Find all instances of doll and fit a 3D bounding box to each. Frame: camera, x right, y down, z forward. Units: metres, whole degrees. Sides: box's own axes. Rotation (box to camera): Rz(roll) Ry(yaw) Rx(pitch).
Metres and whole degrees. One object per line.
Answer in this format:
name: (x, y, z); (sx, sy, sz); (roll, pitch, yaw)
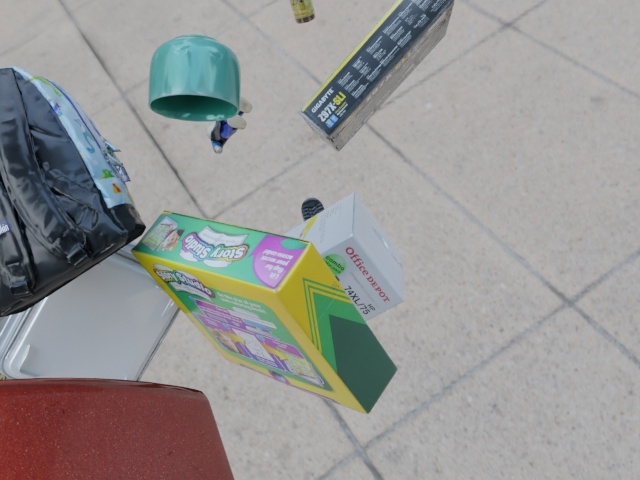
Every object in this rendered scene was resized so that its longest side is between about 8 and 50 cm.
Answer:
doll: (-0.191, -0.241, 1.587); (0.189, 0.046, 0.129); (-17, 53, 65)

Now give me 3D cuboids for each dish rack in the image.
dish rack: (-0.415, 0.158, 1.432); (0.332, 0.286, 0.072); (-59, 31, 8)

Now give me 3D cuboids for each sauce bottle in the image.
sauce bottle: (-0.044, -0.470, 1.433); (0.042, 0.128, 0.042); (-15, 27, 8)

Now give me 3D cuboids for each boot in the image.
boot: (0.000, 0.000, 1.908); (0.077, 0.137, 0.197); (-9, 83, -4)

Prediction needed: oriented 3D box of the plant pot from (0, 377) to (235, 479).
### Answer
plant pot: (-0.206, 0.252, 0.623); (0.267, 0.236, 0.267); (-30, 75, 38)

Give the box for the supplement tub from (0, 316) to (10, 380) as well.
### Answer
supplement tub: (-0.721, 0.232, 1.506); (0.228, 0.316, 0.228); (12, 22, -5)

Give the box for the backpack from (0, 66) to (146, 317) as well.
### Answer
backpack: (-0.467, -0.105, 1.261); (0.290, 0.355, 0.273); (-32, 6, 15)

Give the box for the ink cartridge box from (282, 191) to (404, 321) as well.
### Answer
ink cartridge box: (0.017, 0.071, 1.672); (0.270, 0.198, 0.197); (-31, 23, 20)

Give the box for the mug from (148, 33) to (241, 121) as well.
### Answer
mug: (-0.191, -0.234, 1.107); (0.158, 0.129, 0.097); (-2, 82, 23)

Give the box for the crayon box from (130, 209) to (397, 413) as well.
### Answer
crayon box: (-0.095, 0.110, 1.255); (0.363, 0.313, 0.106); (11, 54, 43)

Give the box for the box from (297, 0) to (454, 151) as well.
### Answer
box: (0.105, -0.313, 1.406); (0.079, 0.257, 0.322); (43, 95, 5)
